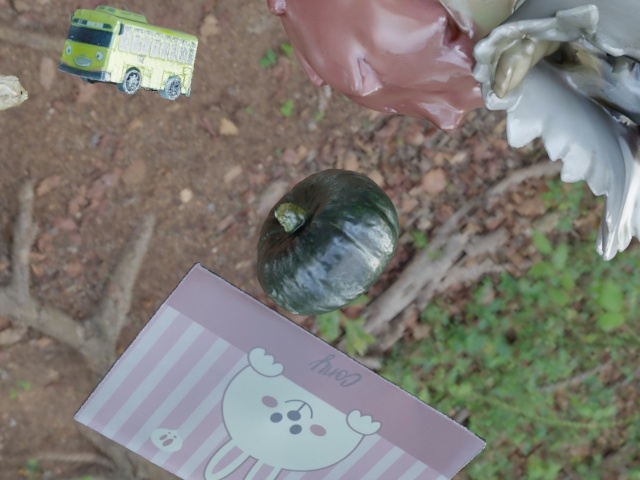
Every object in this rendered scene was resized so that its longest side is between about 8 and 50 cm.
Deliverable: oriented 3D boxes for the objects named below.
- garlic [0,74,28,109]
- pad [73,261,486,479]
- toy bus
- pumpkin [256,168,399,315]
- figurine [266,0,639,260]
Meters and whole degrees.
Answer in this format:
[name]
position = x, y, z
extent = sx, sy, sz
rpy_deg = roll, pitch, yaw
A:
[garlic]
position = -0.427, -0.150, 1.106
extent = 0.253, 0.245, 0.245
rpy_deg = 6, 132, -5
[pad]
position = -0.035, 0.163, 0.938
extent = 0.299, 0.005, 0.202
rpy_deg = 33, 116, -15
[toy bus]
position = -0.242, -0.238, 1.392
extent = 0.175, 0.088, 0.101
rpy_deg = 0, 106, -60
[pumpkin]
position = 0.002, -0.001, 1.436
extent = 0.211, 0.211, 0.152
rpy_deg = -39, 108, -1
[figurine]
position = 0.084, -0.125, 0.552
extent = 0.207, 0.387, 0.166
rpy_deg = -7, 129, -55
